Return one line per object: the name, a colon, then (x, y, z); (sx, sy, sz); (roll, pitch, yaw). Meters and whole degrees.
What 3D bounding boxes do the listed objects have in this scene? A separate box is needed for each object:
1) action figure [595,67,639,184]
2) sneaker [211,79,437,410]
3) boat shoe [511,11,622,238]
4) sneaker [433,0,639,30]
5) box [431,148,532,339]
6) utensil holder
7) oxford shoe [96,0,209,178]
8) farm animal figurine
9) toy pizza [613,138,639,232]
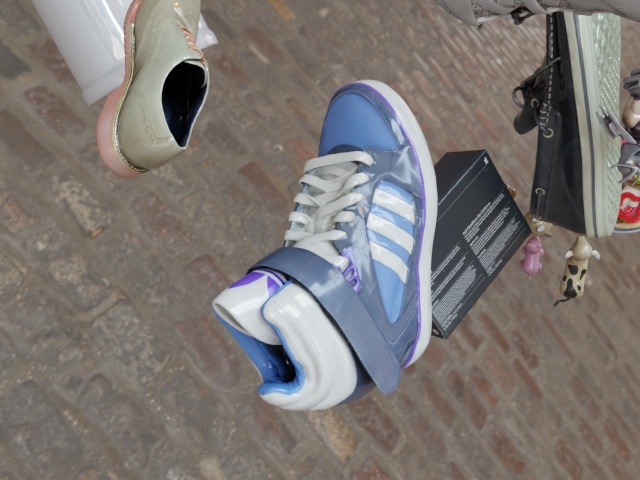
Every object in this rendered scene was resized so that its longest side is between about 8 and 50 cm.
action figure: (0.483, -0.183, 0.823); (0.185, 0.285, 0.099); (35, 16, -22)
sneaker: (0.000, 0.000, 0.622); (0.236, 0.130, 0.322); (-9, 95, -46)
boat shoe: (0.386, -0.226, 1.029); (0.187, 0.156, 0.500); (-46, 132, -40)
sneaker: (0.153, -0.212, 0.491); (0.281, 0.115, 0.105); (32, 55, 25)
box: (0.209, 0.001, 1.073); (0.261, 0.103, 0.184); (-46, 118, -20)
utensil holder: (-0.457, -0.532, 1.398); (0.385, 0.328, 0.327); (63, 37, -16)
oxford shoe: (-0.229, -0.282, 1.033); (0.140, 0.146, 0.397); (39, 50, -54)
farm animal figurine: (0.564, -0.045, 1.525); (0.330, 0.327, 0.172); (44, 22, 5)
toy pizza: (0.578, -0.114, 1.230); (0.032, 0.201, 0.201); (15, 50, -53)
